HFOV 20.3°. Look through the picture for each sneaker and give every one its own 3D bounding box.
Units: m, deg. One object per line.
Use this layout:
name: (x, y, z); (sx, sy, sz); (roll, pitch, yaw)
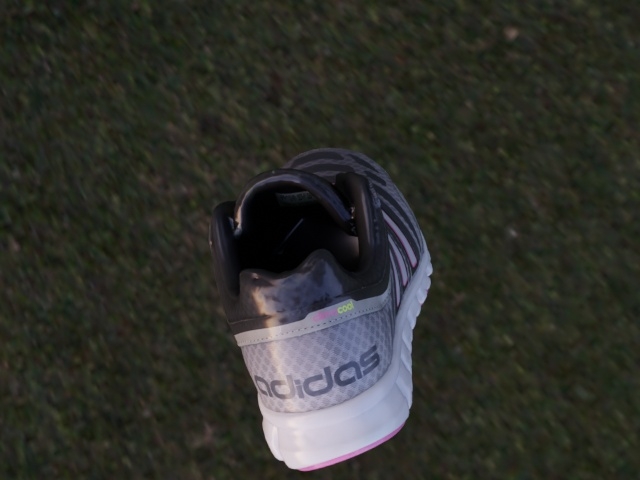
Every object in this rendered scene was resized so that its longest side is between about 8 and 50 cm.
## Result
sneaker: (0.000, 0.000, 0.601); (0.063, 0.170, 0.075); (-12, 118, 9)
